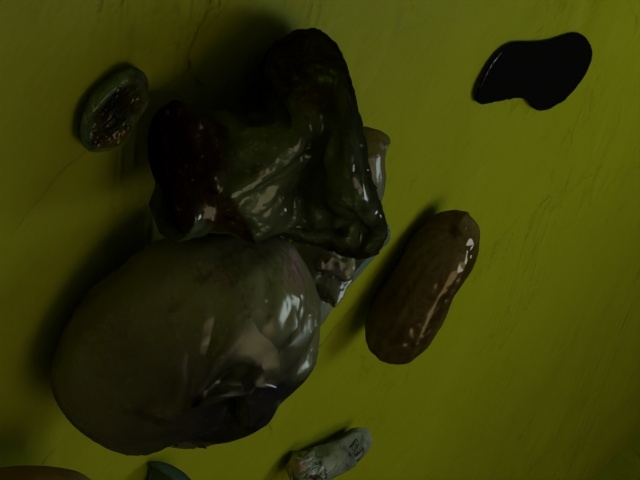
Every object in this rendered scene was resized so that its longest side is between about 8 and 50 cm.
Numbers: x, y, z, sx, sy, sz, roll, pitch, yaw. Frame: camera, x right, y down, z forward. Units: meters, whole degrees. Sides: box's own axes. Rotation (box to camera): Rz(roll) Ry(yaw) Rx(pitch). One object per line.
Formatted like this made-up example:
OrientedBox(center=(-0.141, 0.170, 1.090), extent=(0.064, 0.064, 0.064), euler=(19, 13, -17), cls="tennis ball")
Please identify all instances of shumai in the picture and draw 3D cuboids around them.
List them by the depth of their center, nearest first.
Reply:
OrientedBox(center=(-0.054, -0.076, 1.578), extent=(0.203, 0.222, 0.272), euler=(-15, 166, 4), cls="shumai")

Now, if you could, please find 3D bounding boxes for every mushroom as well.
OrientedBox(center=(0.002, 0.002, 1.869), extent=(0.278, 0.096, 0.099), euler=(-60, -158, 13), cls="mushroom")

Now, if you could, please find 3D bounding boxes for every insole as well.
OrientedBox(center=(0.282, -0.218, 2.208), extent=(0.348, 0.009, 0.119), euler=(-12, 133, -60), cls="insole")

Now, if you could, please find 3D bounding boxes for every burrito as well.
OrientedBox(center=(0.013, 0.306, 2.394), extent=(0.203, 0.064, 0.064), euler=(-12, 134, -61), cls="burrito")

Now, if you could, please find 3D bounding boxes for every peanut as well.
OrientedBox(center=(0.133, 0.058, 2.215), extent=(0.226, 0.095, 0.108), euler=(-62, 173, 11), cls="peanut")

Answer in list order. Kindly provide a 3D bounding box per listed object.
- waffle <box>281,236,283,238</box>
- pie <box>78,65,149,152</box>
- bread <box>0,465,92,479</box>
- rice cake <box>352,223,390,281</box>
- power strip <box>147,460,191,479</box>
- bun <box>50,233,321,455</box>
OrientedBox(center=(-0.073, -0.023, 1.739), extent=(0.191, 0.038, 0.191), euler=(-43, 156, -24), cls="waffle")
OrientedBox(center=(-0.173, -0.108, 1.432), extent=(0.085, 0.017, 0.085), euler=(-42, 156, -24), cls="pie")
OrientedBox(center=(-0.310, 0.419, 1.650), extent=(0.329, 0.245, 0.424), euler=(-25, 141, -51), cls="bread")
OrientedBox(center=(0.021, 0.046, 2.045), extent=(0.180, 0.030, 0.042), euler=(-48, 163, -13), cls="rice cake")
OrientedBox(center=(-0.229, 0.379, 2.002), extent=(0.253, 0.054, 0.167), euler=(-54, 156, -5), cls="power strip")
OrientedBox(center=(-0.119, 0.106, 1.631), extent=(0.272, 0.168, 0.273), euler=(-22, 146, -16), cls="bun")
